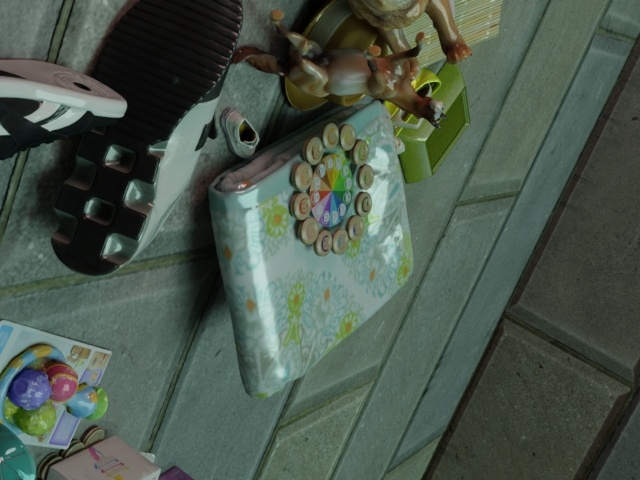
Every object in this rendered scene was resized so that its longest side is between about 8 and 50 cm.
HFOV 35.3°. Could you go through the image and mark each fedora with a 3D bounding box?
[{"bbox_3d":[0.037,-0.242,1.341,0.194,0.079,0.194,-43,157,-23],"label":"fedora"}]

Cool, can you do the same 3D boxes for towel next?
[{"bbox_3d":[0.000,0.000,1.433,0.374,0.090,0.321,-35,124,-43],"label":"towel"}]

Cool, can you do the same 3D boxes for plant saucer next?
[{"bbox_3d":[0.213,-0.205,1.814,0.188,0.045,0.188,-54,157,-13],"label":"plant saucer"}]

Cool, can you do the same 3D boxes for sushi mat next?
[{"bbox_3d":[0.170,-0.323,1.521,0.316,0.019,0.151,-27,142,-28],"label":"sushi mat"}]

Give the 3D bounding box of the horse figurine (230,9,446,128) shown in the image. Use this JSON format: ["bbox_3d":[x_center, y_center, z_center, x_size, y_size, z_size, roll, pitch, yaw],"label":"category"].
[{"bbox_3d":[0.027,-0.210,1.222,0.174,0.263,0.066,69,30,-75],"label":"horse figurine"}]

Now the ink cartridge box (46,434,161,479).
[{"bbox_3d":[-0.288,0.334,1.338,0.143,0.090,0.092,-18,134,-59],"label":"ink cartridge box"}]

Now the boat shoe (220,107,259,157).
[{"bbox_3d":[-0.096,-0.131,1.280,0.035,0.035,0.100,-53,156,-17],"label":"boat shoe"}]

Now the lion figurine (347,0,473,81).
[{"bbox_3d":[0.130,-0.365,1.293,0.240,0.142,0.392,61,31,-24],"label":"lion figurine"}]

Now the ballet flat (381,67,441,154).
[{"bbox_3d":[0.113,-0.181,1.596,0.231,0.077,0.077,-56,158,-9],"label":"ballet flat"}]

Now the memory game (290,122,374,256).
[{"bbox_3d":[0.020,-0.068,1.359,0.186,0.012,0.186,-15,109,-51],"label":"memory game"}]

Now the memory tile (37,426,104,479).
[{"bbox_3d":[-0.339,0.324,1.356,0.113,0.012,0.148,-32,146,-47],"label":"memory tile"}]

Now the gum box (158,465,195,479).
[{"bbox_3d":[-0.235,0.476,1.631,0.062,0.107,0.188,-25,139,-54],"label":"gum box"}]

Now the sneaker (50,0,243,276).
[{"bbox_3d":[-0.174,-0.124,1.058,0.331,0.122,0.146,-63,175,4],"label":"sneaker"}]

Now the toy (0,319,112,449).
[{"bbox_3d":[-0.316,0.182,1.171,0.137,0.056,0.237,-65,160,-6],"label":"toy"}]

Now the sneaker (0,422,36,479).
[{"bbox_3d":[-0.346,0.224,0.889,0.178,0.124,0.295,-42,159,-26],"label":"sneaker"}]

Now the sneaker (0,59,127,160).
[{"bbox_3d":[-0.280,-0.097,0.905,0.217,0.079,0.121,0,122,-55],"label":"sneaker"}]
